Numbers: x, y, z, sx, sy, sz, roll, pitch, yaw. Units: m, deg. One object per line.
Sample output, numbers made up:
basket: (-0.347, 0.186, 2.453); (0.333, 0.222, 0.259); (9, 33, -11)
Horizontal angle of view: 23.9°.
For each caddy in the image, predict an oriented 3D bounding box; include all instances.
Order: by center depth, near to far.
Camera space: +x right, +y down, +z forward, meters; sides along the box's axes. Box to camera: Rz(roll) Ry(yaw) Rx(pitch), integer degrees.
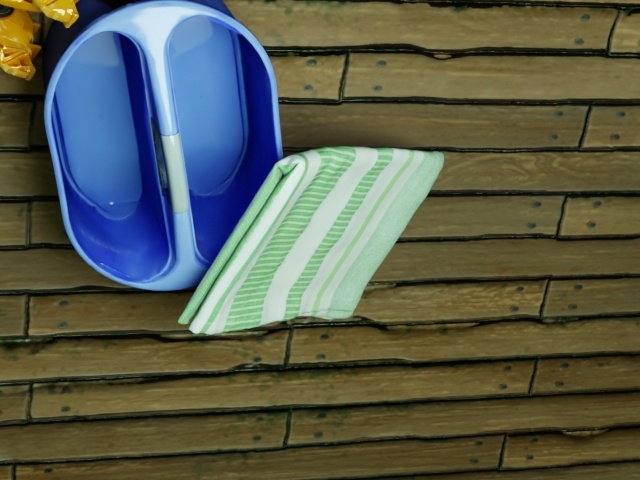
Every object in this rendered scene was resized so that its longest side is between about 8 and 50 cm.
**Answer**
caddy: (-0.166, -0.109, 1.600); (0.241, 0.179, 0.341); (-12, 124, -9)

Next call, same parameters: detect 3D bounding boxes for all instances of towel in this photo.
towel: (0.000, 0.000, 1.703); (0.325, 0.038, 0.248); (-1, 128, -57)

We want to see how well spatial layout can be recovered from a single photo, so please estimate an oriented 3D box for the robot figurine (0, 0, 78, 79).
robot figurine: (-0.389, -0.247, 1.459); (0.291, 0.085, 0.211); (10, 146, -32)
